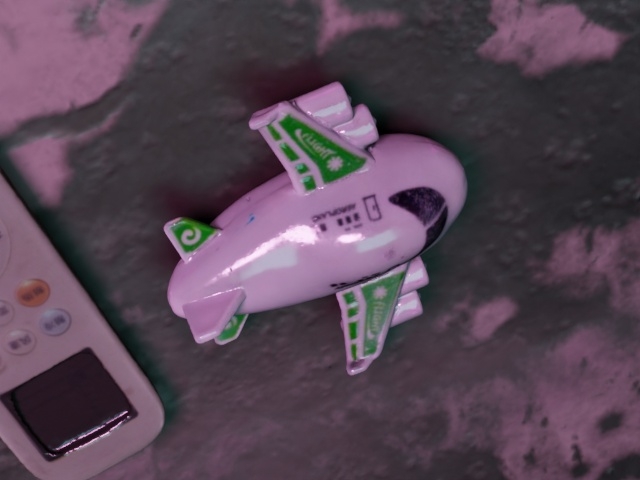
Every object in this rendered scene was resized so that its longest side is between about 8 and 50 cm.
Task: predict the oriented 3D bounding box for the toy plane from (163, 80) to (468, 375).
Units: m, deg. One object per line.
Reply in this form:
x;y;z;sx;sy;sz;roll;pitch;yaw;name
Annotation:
-0.001;-0.002;0.924;0.174;0.080;0.174;-9;120;-15;toy plane

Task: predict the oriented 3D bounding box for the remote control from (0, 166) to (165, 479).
-0.182;0.011;0.896;0.090;0.038;0.309;-29;124;0;remote control
